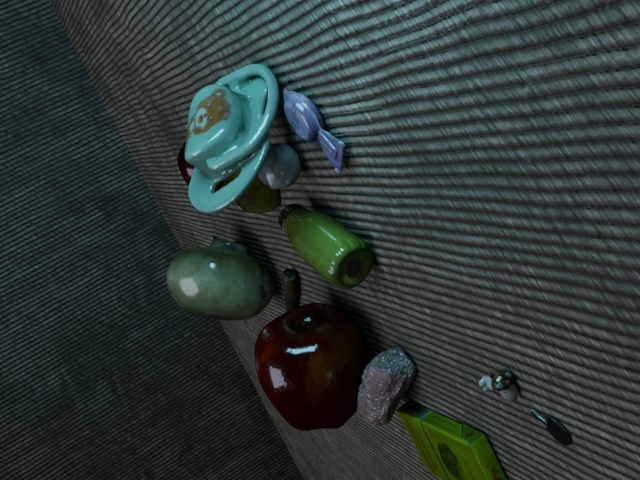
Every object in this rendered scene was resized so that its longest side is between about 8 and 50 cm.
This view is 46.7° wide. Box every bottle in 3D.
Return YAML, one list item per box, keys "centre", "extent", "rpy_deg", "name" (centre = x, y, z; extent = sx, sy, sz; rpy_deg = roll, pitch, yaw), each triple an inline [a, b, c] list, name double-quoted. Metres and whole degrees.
- centre: [0.000, 0.000, 1.582]
  extent: [0.260, 0.112, 0.112]
  rpy_deg: [39, 153, 47]
  name: "bottle"

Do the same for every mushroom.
- centre: [-0.308, 0.119, 2.334]
  extent: [0.352, 0.351, 0.261]
  rpy_deg: [161, 122, -71]
  name: "mushroom"

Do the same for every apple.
- centre: [-0.019, 0.310, 1.836]
  extent: [0.288, 0.288, 0.317]
  rpy_deg: [33, 145, 53]
  name: "apple"
- centre: [-0.324, -0.205, 2.078]
  extent: [0.156, 0.147, 0.158]
  rpy_deg: [29, 153, 17]
  name: "apple"

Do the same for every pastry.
- centre: [0.142, 0.348, 1.717]
  extent: [0.103, 0.112, 0.265]
  rpy_deg: [40, 150, 24]
  name: "pastry"

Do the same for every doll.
- centre: [0.306, 0.246, 1.281]
  extent: [0.058, 0.040, 0.085]
  rpy_deg: [56, 164, -24]
  name: "doll"

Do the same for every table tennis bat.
- centre: [0.380, 0.306, 1.222]
  extent: [0.083, 0.007, 0.050]
  rpy_deg: [38, 152, 45]
  name: "table tennis bat"

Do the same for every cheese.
- centre: [-0.015, -0.214, 1.404]
  extent: [0.191, 0.042, 0.105]
  rpy_deg: [52, 162, 20]
  name: "cheese"

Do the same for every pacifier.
- centre: [-0.140, -0.198, 1.532]
  extent: [0.288, 0.269, 0.344]
  rpy_deg: [-28, 52, 37]
  name: "pacifier"

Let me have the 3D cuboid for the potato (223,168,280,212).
- centre: [-0.188, -0.162, 1.836]
  extent: [0.160, 0.111, 0.272]
  rpy_deg: [47, 159, 28]
  name: "potato"

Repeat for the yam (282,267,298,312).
- centre: [-0.085, 0.179, 2.195]
  extent: [0.045, 0.045, 0.327]
  rpy_deg: [20, 151, 12]
  name: "yam"

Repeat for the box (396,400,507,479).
- centre: [0.296, 0.476, 1.646]
  extent: [0.187, 0.047, 0.335]
  rpy_deg: [63, 162, -9]
  name: "box"
